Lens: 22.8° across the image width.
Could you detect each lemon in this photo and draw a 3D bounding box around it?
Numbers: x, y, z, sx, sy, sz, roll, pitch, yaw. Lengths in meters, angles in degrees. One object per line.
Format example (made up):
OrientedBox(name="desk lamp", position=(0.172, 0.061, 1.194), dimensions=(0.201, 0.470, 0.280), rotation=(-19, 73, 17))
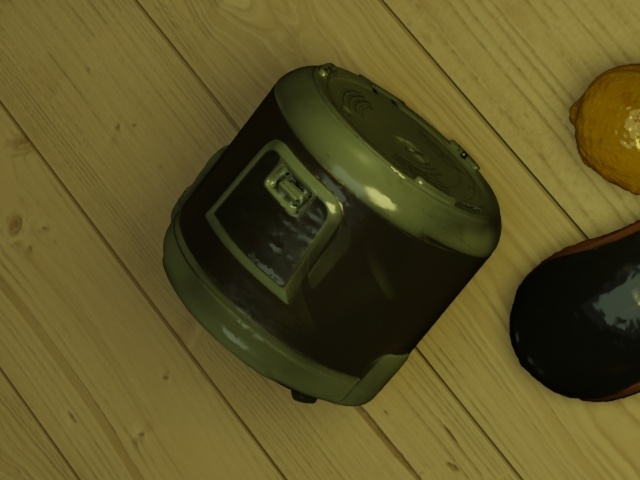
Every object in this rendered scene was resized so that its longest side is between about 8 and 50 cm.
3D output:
OrientedBox(name="lemon", position=(0.360, -0.118, 1.724), dimensions=(0.187, 0.142, 0.142), rotation=(25, 102, 18))

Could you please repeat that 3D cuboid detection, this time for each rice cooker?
OrientedBox(name="rice cooker", position=(0.000, 0.000, 1.803), dimensions=(0.335, 0.335, 0.325), rotation=(45, 110, 18))

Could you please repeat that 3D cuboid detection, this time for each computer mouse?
OrientedBox(name="computer mouse", position=(0.355, 0.070, 1.749), dimensions=(0.323, 0.116, 0.183), rotation=(-26, 86, 24))
